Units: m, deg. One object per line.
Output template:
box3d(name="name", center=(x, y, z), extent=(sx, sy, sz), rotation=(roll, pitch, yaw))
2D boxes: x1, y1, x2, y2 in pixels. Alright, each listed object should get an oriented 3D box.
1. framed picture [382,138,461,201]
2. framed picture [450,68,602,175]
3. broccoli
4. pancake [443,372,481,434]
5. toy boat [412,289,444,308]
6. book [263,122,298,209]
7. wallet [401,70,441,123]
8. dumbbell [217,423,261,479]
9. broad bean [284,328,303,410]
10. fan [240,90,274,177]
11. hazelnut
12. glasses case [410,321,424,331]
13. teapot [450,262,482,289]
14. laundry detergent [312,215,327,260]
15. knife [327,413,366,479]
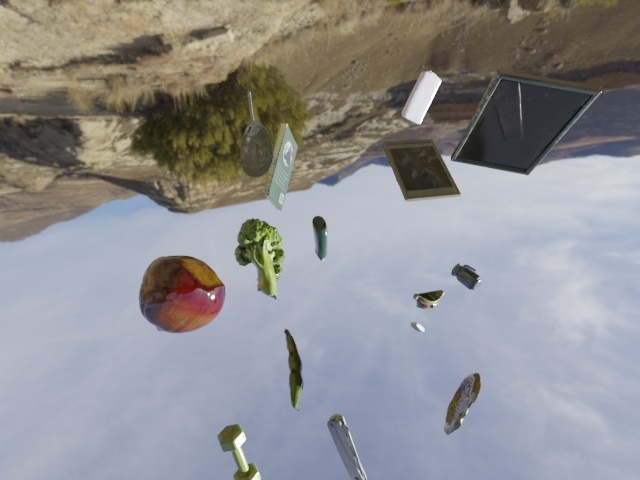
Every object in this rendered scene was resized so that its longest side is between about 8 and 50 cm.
box3d(name="framed picture", center=(0.349, -0.252, 1.407), extent=(0.209, 0.019, 0.281), rotation=(-7, -123, -13))
box3d(name="framed picture", center=(0.494, -0.282, 1.017), extent=(0.232, 0.024, 0.315), rotation=(11, 154, 2))
box3d(name="broccoli", center=(-0.235, 0.083, 1.523), extent=(0.186, 0.302, 0.254), rotation=(-1, 166, 4))
box3d(name="pancake", center=(0.491, 0.565, 1.393), extent=(0.029, 0.235, 0.212), rotation=(30, 167, 11))
box3d(name="toy boat", center=(0.474, 0.260, 1.776), extent=(0.185, 0.071, 0.089), rotation=(-2, -151, -33))
box3d(name="book", center=(-0.194, -0.358, 1.993), extent=(0.043, 0.371, 0.260), rotation=(10, 169, 11))
box3d(name="wallet", center=(0.383, -0.544, 1.517), extent=(0.095, 0.190, 0.033), rotation=(15, -161, -27))
box3d(name="dumbbell", center=(-0.358, 0.958, 1.765), extent=(0.108, 0.302, 0.121), rotation=(-4, -161, 34))
box3d(name="broad bean", center=(-0.084, 0.416, 1.313), extent=(0.043, 0.060, 0.297), rotation=(-39, -146, 20))
box3d(name="fan", center=(-0.225, -0.361, 1.437), extent=(0.012, 0.294, 0.223), rotation=(-9, -146, -38))
box3d(name="hazelnut", center=(-0.378, 0.152, 1.093), extent=(0.229, 0.229, 0.229), rotation=(-4, -167, 1))
box3d(name="glasses case", center=(0.383, 0.342, 1.583), extent=(0.032, 0.021, 0.083), rotation=(-3, 149, 40))
box3d(name="teapot", center=(0.429, 0.100, 1.162), extent=(0.063, 0.049, 0.083), rotation=(-42, -128, -4))
box3d(name="laundry detergent", center=(0.000, 0.000, 1.827), extent=(0.063, 0.211, 0.137), rotation=(-12, -140, -8))
box3d(name="knife", center=(0.092, 0.695, 1.326), extent=(0.073, 0.265, 0.040), rotation=(-12, -168, 37))
